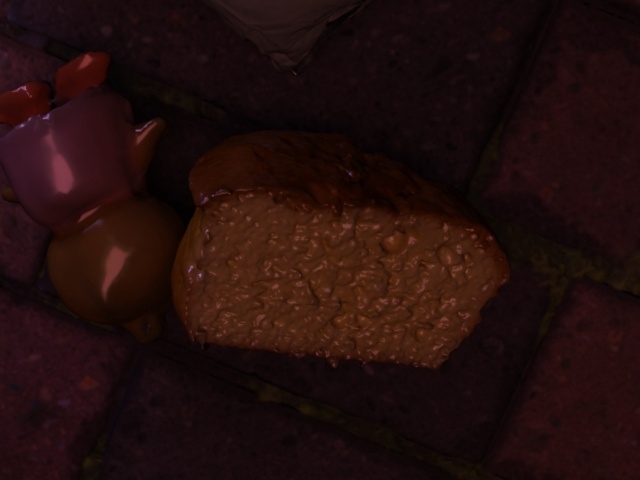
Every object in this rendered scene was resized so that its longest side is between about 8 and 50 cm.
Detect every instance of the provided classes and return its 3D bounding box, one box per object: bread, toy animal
[{"bbox_3d":[0.000,0.000,1.639,0.340,0.179,0.194,8,113,-28],"label":"bread"},{"bbox_3d":[-0.214,-0.033,1.654,0.195,0.169,0.281,-22,102,21],"label":"toy animal"}]

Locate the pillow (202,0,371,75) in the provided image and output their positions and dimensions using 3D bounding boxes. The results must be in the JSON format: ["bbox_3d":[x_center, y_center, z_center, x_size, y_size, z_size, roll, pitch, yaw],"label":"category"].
[{"bbox_3d":[-0.034,-0.313,1.565,0.283,0.138,0.310,45,134,-15],"label":"pillow"}]
